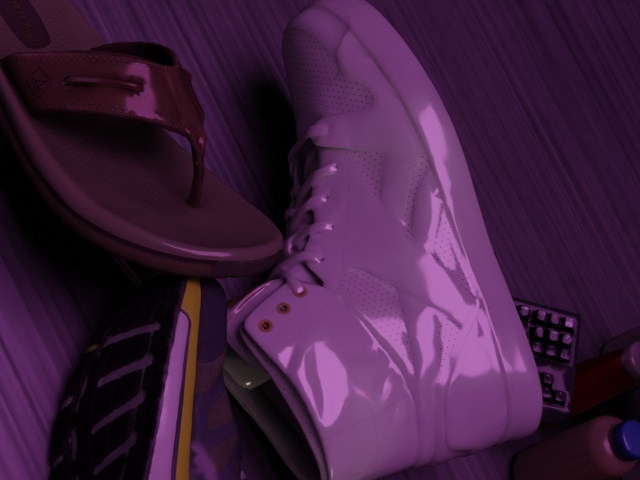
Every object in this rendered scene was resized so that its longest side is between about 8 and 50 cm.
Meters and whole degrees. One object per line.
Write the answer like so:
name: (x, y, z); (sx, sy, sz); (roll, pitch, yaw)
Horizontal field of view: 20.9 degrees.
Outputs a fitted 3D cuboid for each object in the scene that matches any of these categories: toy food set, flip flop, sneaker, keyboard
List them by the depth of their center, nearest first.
sneaker: (-0.067, 0.161, 0.915); (0.121, 0.111, 0.300); (13, 69, -38)
flip flop: (-0.120, -0.087, 0.954); (0.112, 0.080, 0.277); (-12, 58, -50)
sneaker: (0.000, 0.000, 1.004); (0.169, 0.108, 0.292); (-17, 76, -23)
keyboard: (0.076, 0.044, 1.079); (0.180, 0.023, 0.108); (15, 60, -10)
toy food set: (0.210, 0.119, 1.116); (0.232, 0.104, 0.111); (-34, 90, -40)

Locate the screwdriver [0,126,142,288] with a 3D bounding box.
screwdriver: (-0.147, -0.034, 0.988); (0.025, 0.024, 0.170); (-45, 97, -11)
